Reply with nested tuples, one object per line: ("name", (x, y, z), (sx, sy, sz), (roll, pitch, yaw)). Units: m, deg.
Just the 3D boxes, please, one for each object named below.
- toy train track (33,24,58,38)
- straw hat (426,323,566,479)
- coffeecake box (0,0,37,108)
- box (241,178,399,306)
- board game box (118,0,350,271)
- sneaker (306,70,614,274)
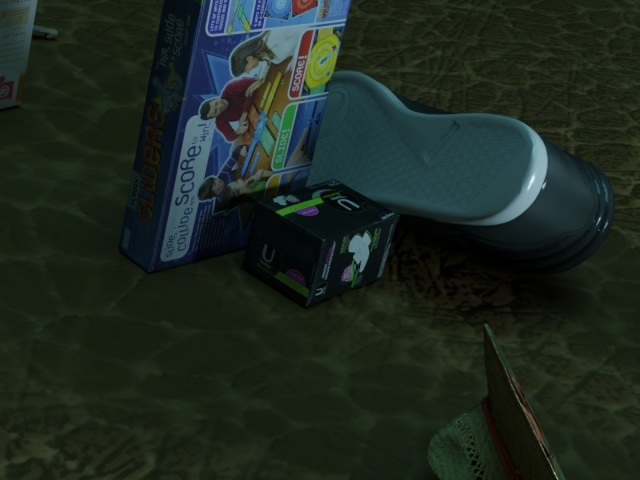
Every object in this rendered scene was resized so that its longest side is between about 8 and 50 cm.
("toy train track", (-0.263, -0.179, 1.268), (0.083, 0.014, 0.048), (7, 19, -28))
("straw hat", (0.091, 0.117, 0.800), (0.061, 0.144, 0.144), (-25, 29, 6))
("coffeecake box", (-0.273, -0.180, 1.068), (0.068, 0.185, 0.142), (30, 30, 28))
("box", (0.000, 0.000, 1.003), (0.062, 0.052, 0.083), (30, 29, 30))
("board game box", (-0.054, -0.085, 0.975), (0.035, 0.201, 0.136), (33, 31, 34))
("sneaker", (0.086, -0.042, 1.098), (0.147, 0.104, 0.296), (27, -6, -40))
